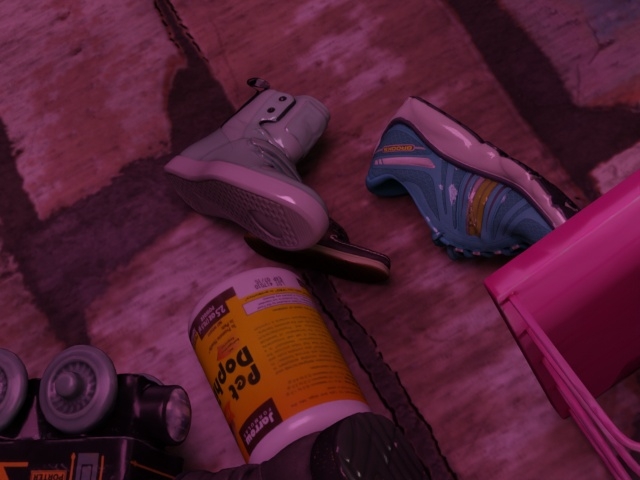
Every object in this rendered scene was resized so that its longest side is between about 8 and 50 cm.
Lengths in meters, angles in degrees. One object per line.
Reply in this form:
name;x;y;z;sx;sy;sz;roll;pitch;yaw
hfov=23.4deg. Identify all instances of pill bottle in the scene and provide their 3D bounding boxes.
pill bottle;-0.027;0.136;1.340;0.117;0.117;0.215;-29;57;-1

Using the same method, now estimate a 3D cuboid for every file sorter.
file sorter;0.282;0.090;1.166;0.202;0.291;0.182;-35;60;1

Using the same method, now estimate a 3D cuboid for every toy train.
toy train;-0.270;0.199;1.359;0.333;0.142;0.190;-4;69;23

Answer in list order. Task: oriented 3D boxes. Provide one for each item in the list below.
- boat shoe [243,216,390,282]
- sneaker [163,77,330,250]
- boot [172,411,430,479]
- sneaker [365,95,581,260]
boat shoe;0.000;0.000;1.447;0.152;0.056;0.049;15;70;25
sneaker;-0.037;-0.082;1.440;0.151;0.094;0.256;-44;30;-14
boot;0.028;0.307;1.222;0.222;0.118;0.338;-28;86;38
sneaker;0.154;-0.025;1.408;0.275;0.107;0.110;36;95;35
